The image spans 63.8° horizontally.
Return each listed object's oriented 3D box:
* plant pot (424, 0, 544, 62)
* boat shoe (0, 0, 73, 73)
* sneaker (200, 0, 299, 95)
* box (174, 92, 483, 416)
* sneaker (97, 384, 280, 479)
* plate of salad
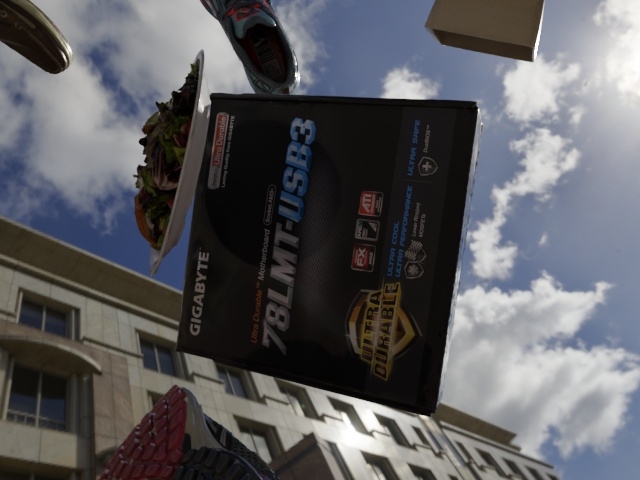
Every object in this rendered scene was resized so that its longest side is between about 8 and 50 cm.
[{"bbox_3d":[0.181,-0.250,0.530,0.109,0.109,0.096,-27,-47,-65],"label":"plant pot"},{"bbox_3d":[-0.487,-0.327,0.740,0.257,0.095,0.095,45,-128,-43],"label":"boat shoe"},{"bbox_3d":[-0.099,-0.325,0.734,0.104,0.125,0.262,-32,-74,-1],"label":"sneaker"},{"bbox_3d":[0.000,0.000,0.544,0.073,0.293,0.296,7,-88,-70],"label":"box"},{"bbox_3d":[-0.090,0.204,0.386,0.112,0.299,0.121,44,-108,-24],"label":"sneaker"},{"bbox_3d":[-0.136,-0.069,0.447,0.048,0.200,0.200,13,-67,-21],"label":"plate of salad"}]
